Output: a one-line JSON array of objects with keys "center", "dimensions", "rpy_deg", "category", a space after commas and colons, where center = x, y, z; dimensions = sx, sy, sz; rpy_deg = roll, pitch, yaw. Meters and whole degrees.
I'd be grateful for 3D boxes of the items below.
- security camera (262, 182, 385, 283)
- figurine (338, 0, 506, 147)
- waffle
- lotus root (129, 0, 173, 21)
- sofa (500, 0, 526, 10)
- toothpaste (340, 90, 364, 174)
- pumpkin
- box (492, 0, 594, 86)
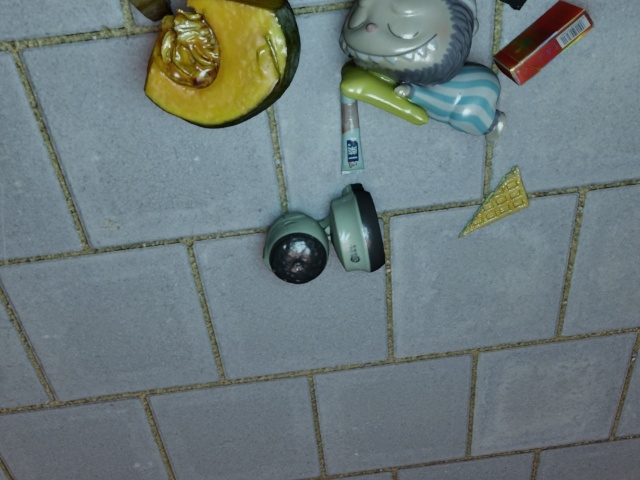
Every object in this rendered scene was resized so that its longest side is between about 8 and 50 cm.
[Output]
[{"center": [0.000, 0.000, 1.314], "dimensions": [0.277, 0.191, 0.197], "rpy_deg": [-12, 123, 3], "category": "security camera"}, {"center": [0.241, -0.410, 1.047], "dimensions": [0.361, 0.266, 0.378], "rpy_deg": [15, 119, -20], "category": "figurine"}, {"center": [0.408, -0.093, 1.381], "dimensions": [0.191, 0.032, 0.125], "rpy_deg": [-24, 122, 8], "category": "waffle"}, {"center": [-0.346, -0.518, 0.987], "dimensions": [0.074, 0.170, 0.261], "rpy_deg": [-19, 114, 2], "category": "lotus root"}, {"center": [0.397, -0.541, 1.102], "dimensions": [0.085, 0.060, 0.147], "rpy_deg": [15, 120, -33], "category": "sofa"}, {"center": [0.069, -0.240, 1.264], "dimensions": [0.056, 0.036, 0.205], "rpy_deg": [-6, 126, 0], "category": "toothpaste"}, {"center": [-0.179, -0.354, 1.072], "dimensions": [0.256, 0.225, 0.303], "rpy_deg": [32, 120, -17], "category": "pumpkin"}, {"center": [0.451, -0.403, 1.150], "dimensions": [0.175, 0.112, 0.048], "rpy_deg": [-39, 118, 18], "category": "box"}]
